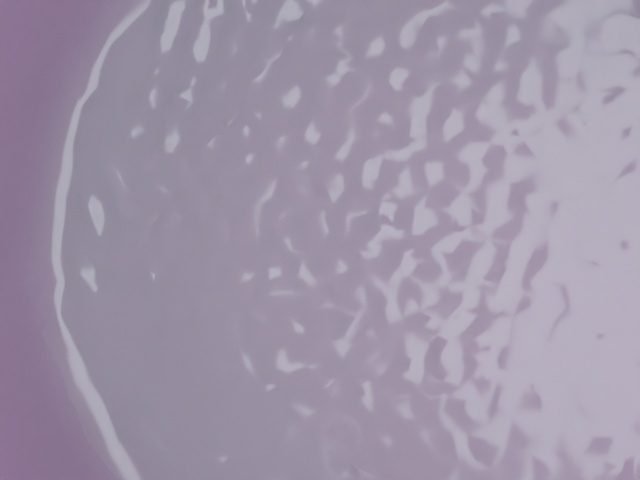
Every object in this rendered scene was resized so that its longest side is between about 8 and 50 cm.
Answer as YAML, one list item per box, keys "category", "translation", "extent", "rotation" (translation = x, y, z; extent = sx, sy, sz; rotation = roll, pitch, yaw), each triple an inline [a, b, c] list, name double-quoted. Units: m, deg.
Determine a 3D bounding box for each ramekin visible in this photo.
- category: "ramekin"
  translation: [0.000, 0.000, 0.485]
  extent: [0.277, 0.135, 0.277]
  rotation: [0, 89, 21]
